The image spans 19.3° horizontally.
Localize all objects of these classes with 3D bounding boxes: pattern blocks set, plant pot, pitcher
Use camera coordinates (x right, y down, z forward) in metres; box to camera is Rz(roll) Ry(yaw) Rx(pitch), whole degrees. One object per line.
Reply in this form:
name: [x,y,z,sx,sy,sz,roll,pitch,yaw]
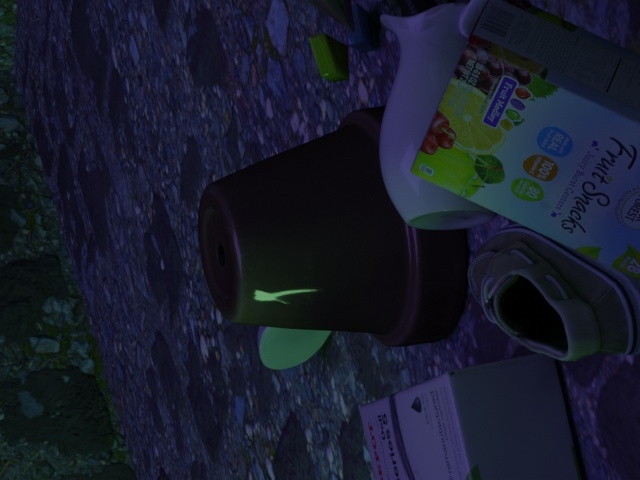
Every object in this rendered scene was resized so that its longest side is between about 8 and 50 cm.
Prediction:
pattern blocks set: [-0.006,-0.303,1.920,0.325,0.026,0.285,-11,-91,-74]
plant pot: [0.000,0.000,1.988,0.263,0.229,0.263,170,90,-71]
pitcher: [0.130,-0.124,1.742,0.178,0.125,0.207,-20,69,55]

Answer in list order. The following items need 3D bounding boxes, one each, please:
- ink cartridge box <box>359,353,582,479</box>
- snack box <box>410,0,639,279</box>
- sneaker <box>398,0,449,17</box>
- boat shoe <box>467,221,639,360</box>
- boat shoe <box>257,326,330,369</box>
ink cartridge box: [0.147,0.231,1.838,0.273,0.115,0.198,144,115,-70]
snack box: [0.191,-0.078,1.439,0.174,0.207,0.070,110,-175,-56]
sneaker: [0.048,-0.292,1.853,0.086,0.132,0.228,178,83,-70]
boat shoe: [0.191,0.043,1.654,0.302,0.094,0.109,-166,68,-70]
boat shoe: [-0.026,0.047,2.321,0.084,0.095,0.258,-112,33,-44]
